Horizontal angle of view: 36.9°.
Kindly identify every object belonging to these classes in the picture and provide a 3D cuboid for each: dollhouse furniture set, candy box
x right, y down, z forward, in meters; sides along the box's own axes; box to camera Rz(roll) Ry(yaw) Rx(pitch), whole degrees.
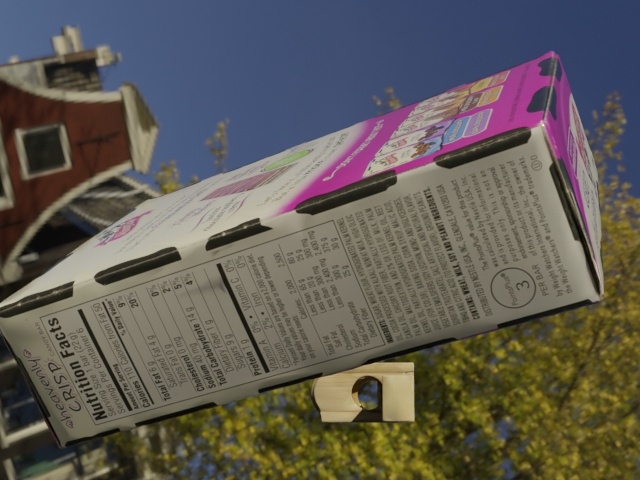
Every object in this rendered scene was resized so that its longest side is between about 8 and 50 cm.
[{"bbox_3d":[0.042,0.101,0.958,0.182,0.101,0.161,64,25,-77],"label":"dollhouse furniture set"},{"bbox_3d":[0.000,0.000,0.422,0.233,0.159,0.071,-17,-76,21],"label":"candy box"}]
